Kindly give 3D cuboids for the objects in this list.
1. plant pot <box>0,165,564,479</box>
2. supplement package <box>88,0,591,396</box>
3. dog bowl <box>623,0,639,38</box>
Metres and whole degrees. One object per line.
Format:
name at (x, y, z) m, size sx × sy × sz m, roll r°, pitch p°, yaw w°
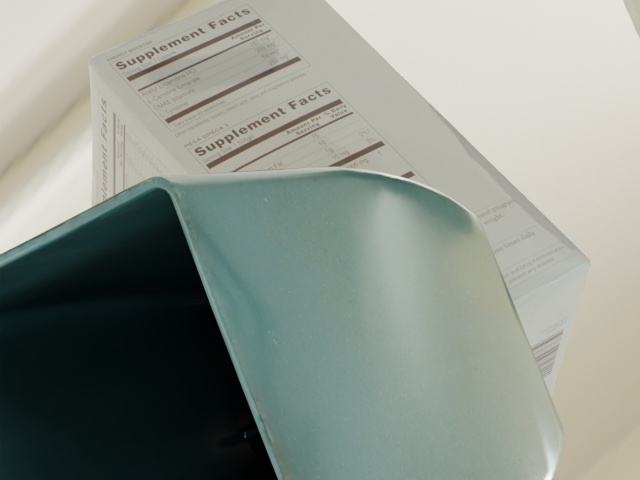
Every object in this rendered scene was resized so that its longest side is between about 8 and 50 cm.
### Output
plant pot at (-0.019, 0.067, 0.708) m, size 0.165 × 0.234 × 0.165 m, roll -24°, pitch -94°, yaw 32°
supplement package at (0.000, 0.000, 0.982) m, size 0.134 × 0.139 × 0.244 m, roll -27°, pitch -122°, yaw -26°
dog bowl at (0.245, -0.211, 1.097) m, size 0.104 × 0.265 × 0.265 m, roll -13°, pitch -136°, yaw -8°
